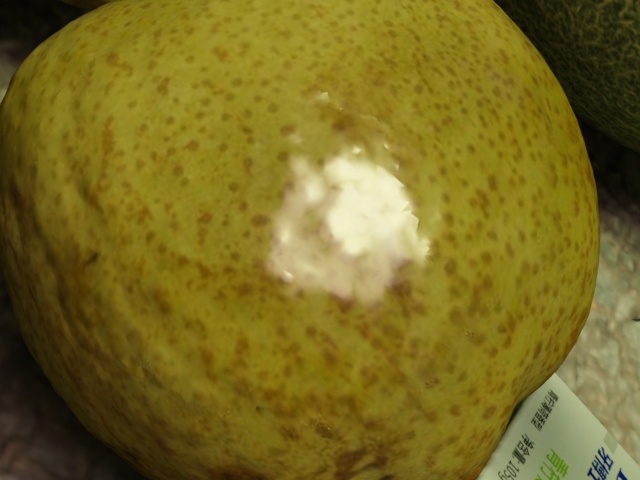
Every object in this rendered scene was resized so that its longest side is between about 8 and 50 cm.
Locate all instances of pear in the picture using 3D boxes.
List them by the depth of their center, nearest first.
[{"bbox_3d":[0.000,0.000,0.494,0.228,0.188,0.211,-30,91,-37],"label":"pear"}]

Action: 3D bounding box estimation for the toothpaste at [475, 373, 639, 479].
[{"bbox_3d":[0.045,0.147,0.451,0.081,0.067,0.336,49,27,2],"label":"toothpaste"}]

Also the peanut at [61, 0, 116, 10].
[{"bbox_3d":[-0.148,-0.139,0.485,0.253,0.137,0.122,-4,45,-12],"label":"peanut"}]

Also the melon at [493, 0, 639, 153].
[{"bbox_3d":[0.213,-0.148,0.648,0.329,0.249,0.248,25,61,-25],"label":"melon"}]
